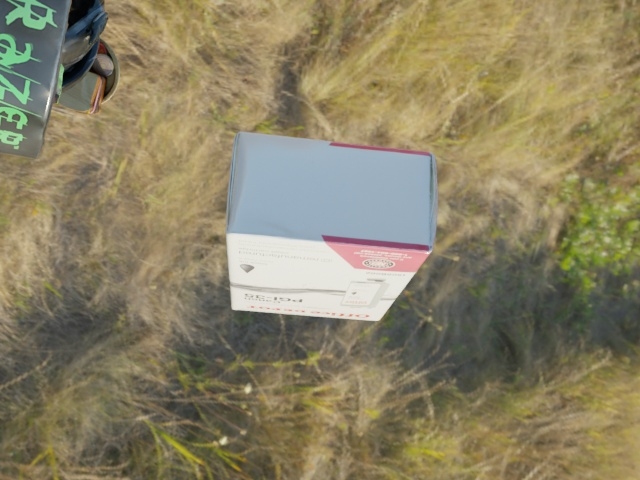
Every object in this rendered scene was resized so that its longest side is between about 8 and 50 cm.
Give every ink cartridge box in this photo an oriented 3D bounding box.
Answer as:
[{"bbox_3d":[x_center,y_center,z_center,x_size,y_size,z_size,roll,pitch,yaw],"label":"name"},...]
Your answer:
[{"bbox_3d":[0.000,0.000,0.812,0.283,0.207,0.117,105,-11,-68],"label":"ink cartridge box"}]

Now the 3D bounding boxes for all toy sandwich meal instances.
[{"bbox_3d":[-0.252,-0.176,0.738,0.029,0.086,0.085,-59,155,-70],"label":"toy sandwich meal"}]

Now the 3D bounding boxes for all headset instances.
[{"bbox_3d":[-0.204,-0.235,0.576,0.185,0.394,0.243,8,136,-26],"label":"headset"}]
